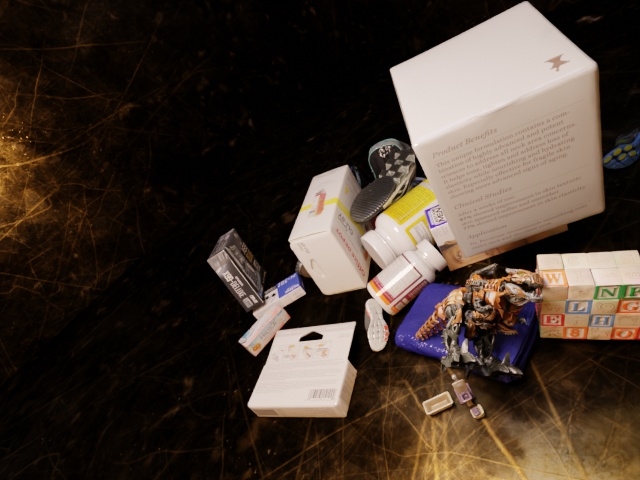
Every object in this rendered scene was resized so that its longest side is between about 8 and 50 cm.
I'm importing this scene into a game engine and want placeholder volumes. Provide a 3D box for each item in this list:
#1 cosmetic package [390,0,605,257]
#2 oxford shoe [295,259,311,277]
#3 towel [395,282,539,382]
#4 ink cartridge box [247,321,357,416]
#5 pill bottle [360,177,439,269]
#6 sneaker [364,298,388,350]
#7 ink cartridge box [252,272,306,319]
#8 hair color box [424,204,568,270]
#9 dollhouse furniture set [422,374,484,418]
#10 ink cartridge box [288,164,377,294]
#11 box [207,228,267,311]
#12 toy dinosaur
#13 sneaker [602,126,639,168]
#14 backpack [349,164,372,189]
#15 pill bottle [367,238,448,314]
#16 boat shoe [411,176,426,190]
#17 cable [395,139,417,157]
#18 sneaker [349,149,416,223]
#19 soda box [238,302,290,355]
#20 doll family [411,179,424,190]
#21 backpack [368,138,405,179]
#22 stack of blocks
[{"bbox_3d":[0.401,-0.236,0.957,0.330,0.393,0.327,-21,44,19],"label":"cosmetic package"},{"bbox_3d":[-0.010,0.037,1.591,0.096,0.083,0.226,18,89,32],"label":"oxford shoe"},{"bbox_3d":[0.363,0.219,1.029,0.309,0.076,0.227,7,46,46],"label":"towel"},{"bbox_3d":[-0.037,0.372,1.195,0.297,0.066,0.261,-13,36,30],"label":"ink cartridge box"},{"bbox_3d":[0.304,-0.054,1.352,0.334,0.187,0.188,-37,30,-6],"label":"pill bottle"},{"bbox_3d":[0.158,0.251,1.204,0.061,0.064,0.157,8,53,-8],"label":"sneaker"},{"bbox_3d":[-0.159,0.211,1.559,0.207,0.046,0.097,-31,31,6],"label":"ink cartridge box"},{"bbox_3d":[0.494,-0.059,1.180,0.339,0.185,0.110,-22,35,20],"label":"hair color box"},{"bbox_3d":[0.278,0.351,0.905,0.115,0.081,0.091,-29,31,9],"label":"dollhouse furniture set"},{"bbox_3d":[0.063,-0.040,1.477,0.161,0.279,0.384,-16,36,27],"label":"ink cartridge box"},{"bbox_3d":[-0.311,0.105,1.599,0.077,0.242,0.307,-32,15,5],"label":"box"},{"bbox_3d":[0.331,0.173,0.881,0.165,0.321,0.218,8,61,-5],"label":"toy dinosaur"},{"bbox_3d":[0.906,-0.274,1.227,0.188,0.067,0.078,-39,9,-6],"label":"sneaker"},{"bbox_3d":[0.141,-0.205,1.770,0.117,0.158,0.173,-23,43,34],"label":"backpack"},{"bbox_3d":[0.253,0.104,1.206,0.221,0.121,0.121,-42,29,8],"label":"pill bottle"},{"bbox_3d":[0.341,-0.215,1.661,0.184,0.065,0.083,13,53,45],"label":"boat shoe"},{"bbox_3d":[0.406,-0.383,1.855,0.287,0.140,0.072,42,114,41],"label":"cable"},{"bbox_3d":[0.238,-0.154,1.442,0.123,0.146,0.330,27,67,42],"label":"sneaker"},{"bbox_3d":[-0.194,0.308,1.443,0.183,0.058,0.063,-46,33,-21],"label":"soda box"},{"bbox_3d":[0.356,-0.174,1.549,0.193,0.111,0.075,-17,34,27],"label":"doll family"},{"bbox_3d":[0.294,-0.337,1.766,0.166,0.188,0.144,-19,34,25],"label":"backpack"},{"bbox_3d":[0.590,0.109,0.807,0.298,0.171,0.087,-4,42,22],"label":"stack of blocks"}]
